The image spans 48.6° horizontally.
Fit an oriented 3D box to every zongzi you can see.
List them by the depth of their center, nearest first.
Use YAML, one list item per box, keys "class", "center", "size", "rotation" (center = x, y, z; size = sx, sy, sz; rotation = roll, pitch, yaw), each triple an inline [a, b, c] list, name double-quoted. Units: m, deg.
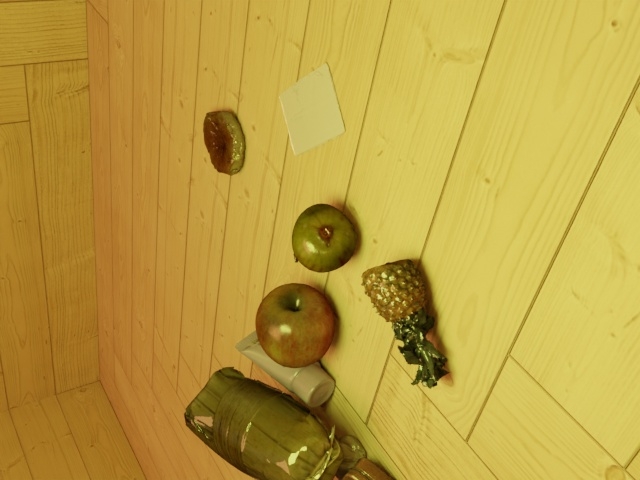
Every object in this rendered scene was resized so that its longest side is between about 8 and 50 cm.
- class: "zongzi"
  center: [-0.038, 0.543, 1.781]
  size: [0.500, 0.218, 0.467]
  rotation: [18, 162, 40]

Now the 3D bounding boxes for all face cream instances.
- class: "face cream"
  center: [-0.081, 0.305, 1.801]
  size: [0.274, 0.154, 0.096]
  rotation: [38, 155, 36]

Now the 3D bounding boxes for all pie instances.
- class: "pie"
  center: [-0.263, -0.264, 1.925]
  size: [0.195, 0.046, 0.195]
  rotation: [33, 131, 48]

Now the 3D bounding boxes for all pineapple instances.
- class: "pineapple"
  center: [0.166, 0.159, 1.342]
  size: [0.125, 0.125, 0.251]
  rotation: [-25, 86, 59]

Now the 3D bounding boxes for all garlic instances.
- class: "garlic"
  center: [0.062, 0.527, 1.707]
  size: [0.094, 0.074, 0.113]
  rotation: [177, 96, -69]

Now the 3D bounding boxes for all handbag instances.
- class: "handbag"
  center: [0.110, 0.606, 1.629]
  size: [0.151, 0.072, 0.193]
  rotation: [33, 131, 20]

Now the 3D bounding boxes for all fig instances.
- class: "fig"
  center: [0.009, 0.008, 1.529]
  size: [0.142, 0.148, 0.186]
  rotation: [44, 178, 21]

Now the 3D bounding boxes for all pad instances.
- class: "pad"
  center: [-0.023, -0.282, 1.563]
  size: [0.232, 0.004, 0.156]
  rotation: [-15, 91, 60]

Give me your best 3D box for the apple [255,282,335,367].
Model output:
- class: "apple"
  center: [-0.058, 0.201, 1.650]
  size: [0.188, 0.188, 0.173]
  rotation: [47, 146, 39]
